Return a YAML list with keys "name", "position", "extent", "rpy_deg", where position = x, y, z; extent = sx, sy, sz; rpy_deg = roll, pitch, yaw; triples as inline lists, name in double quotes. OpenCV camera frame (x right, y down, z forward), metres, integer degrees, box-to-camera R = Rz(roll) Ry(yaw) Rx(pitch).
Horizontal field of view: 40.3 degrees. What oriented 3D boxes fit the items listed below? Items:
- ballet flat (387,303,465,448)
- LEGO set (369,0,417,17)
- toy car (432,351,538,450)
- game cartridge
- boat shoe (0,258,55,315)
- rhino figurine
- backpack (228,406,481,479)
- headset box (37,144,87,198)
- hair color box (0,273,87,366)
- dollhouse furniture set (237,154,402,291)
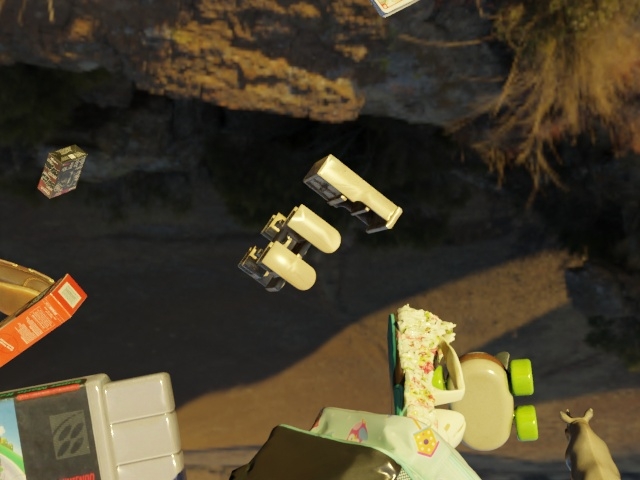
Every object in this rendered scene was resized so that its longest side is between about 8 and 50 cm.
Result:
- name: "ballet flat"
  position: [0.101, 0.154, 0.833]
  extent: [0.077, 0.241, 0.091]
  rpy_deg: [6, 133, 1]
- name: "LEGO set"
  position: [0.097, -0.353, 0.953]
  extent: [0.244, 0.182, 0.060]
  rpy_deg: [-34, 175, -26]
- name: "toy car"
  position: [0.242, 0.213, 1.328]
  extent: [0.154, 0.149, 0.188]
  rpy_deg: [-6, -161, 11]
- name: "game cartridge"
  position: [-0.295, 0.255, 0.781]
  extent: [0.354, 0.230, 0.068]
  rpy_deg: [-11, 179, -3]
- name: "boat shoe"
  position: [-0.494, 0.059, 1.300]
  extent: [0.206, 0.073, 0.073]
  rpy_deg: [23, 118, -12]
- name: "rhino figurine"
  position: [0.422, 0.349, 1.368]
  extent: [0.073, 0.243, 0.106]
  rpy_deg: [-10, 121, 6]
- name: "backpack"
  position: [0.042, 0.216, 0.626]
  extent: [0.165, 0.144, 0.188]
  rpy_deg: [-11, 117, 54]
- name: "headset box"
  position: [-0.428, -0.111, 1.444]
  extent: [0.062, 0.032, 0.083]
  rpy_deg: [-34, 159, -54]
- name: "hair color box"
  position: [-0.384, 0.109, 1.155]
  extent: [0.141, 0.043, 0.072]
  rpy_deg: [-35, -166, 13]
- name: "dollhouse furniture set"
  position: [0.000, 0.000, 1.523]
  extent: [0.161, 0.242, 0.212]
  rpy_deg: [37, 167, -11]
